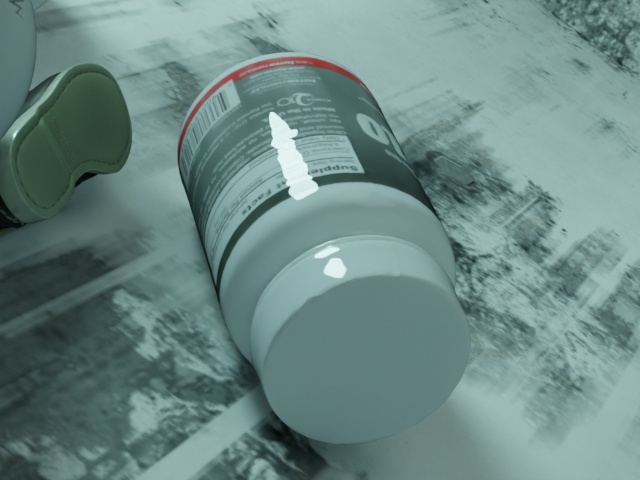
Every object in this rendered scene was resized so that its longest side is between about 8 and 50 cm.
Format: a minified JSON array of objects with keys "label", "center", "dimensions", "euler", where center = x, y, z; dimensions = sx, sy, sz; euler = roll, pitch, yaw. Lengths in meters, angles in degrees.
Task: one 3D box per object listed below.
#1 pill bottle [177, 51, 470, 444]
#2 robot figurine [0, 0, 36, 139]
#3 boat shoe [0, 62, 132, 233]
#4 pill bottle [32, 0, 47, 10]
[{"label":"pill bottle","center":[0.000,0.000,1.112],"dimensions":[0.161,0.161,0.283],"euler":[22,25,-28]},{"label":"robot figurine","center":[-0.295,-0.119,0.903],"dimensions":[0.278,0.173,0.209],"euler":[-5,38,-43]},{"label":"boat shoe","center":[-0.191,-0.064,1.091],"dimensions":[0.228,0.069,0.081],"euler":[-57,127,-68]},{"label":"pill bottle","center":[-0.284,-0.286,1.280],"dimensions":[0.181,0.181,0.323],"euler":[23,25,-25]}]
